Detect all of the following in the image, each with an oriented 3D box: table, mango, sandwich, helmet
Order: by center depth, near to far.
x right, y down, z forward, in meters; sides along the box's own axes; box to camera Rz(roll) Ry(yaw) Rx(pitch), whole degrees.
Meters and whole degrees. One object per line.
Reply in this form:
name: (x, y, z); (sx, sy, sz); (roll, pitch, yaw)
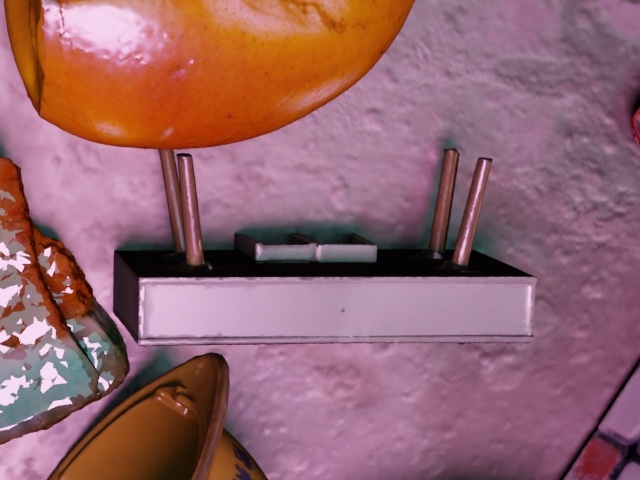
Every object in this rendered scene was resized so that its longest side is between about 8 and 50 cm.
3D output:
sandwich: (-0.246, 0.040, 1.011); (0.292, 0.109, 0.212); (16, 94, -15)
helmet: (-0.086, 0.197, 1.013); (0.140, 0.205, 0.257); (36, 127, -21)
mango: (-0.052, -0.145, 1.018); (0.257, 0.138, 0.187); (-4, 58, -19)
table: (0.000, 0.000, 1.060); (0.240, 0.121, 0.111); (0, 97, -14)

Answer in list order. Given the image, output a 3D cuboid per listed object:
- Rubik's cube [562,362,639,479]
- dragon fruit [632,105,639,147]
Rubik's cube: (0.345, 0.159, 1.097); (0.256, 0.259, 0.253); (34, 90, -15)
dragon fruit: (0.242, -0.080, 1.144); (0.056, 0.060, 0.083); (-53, 132, -9)
